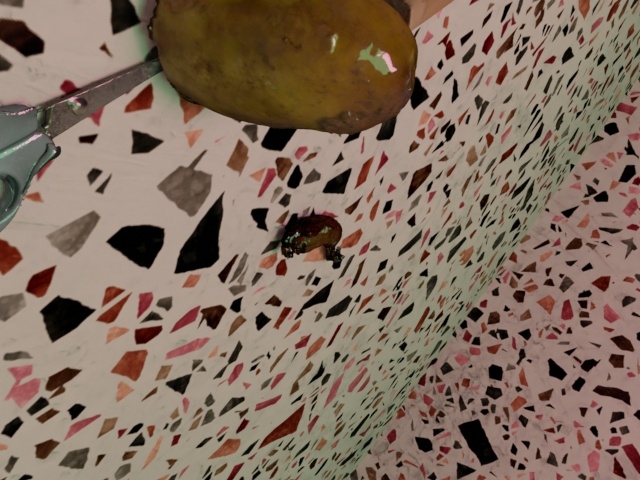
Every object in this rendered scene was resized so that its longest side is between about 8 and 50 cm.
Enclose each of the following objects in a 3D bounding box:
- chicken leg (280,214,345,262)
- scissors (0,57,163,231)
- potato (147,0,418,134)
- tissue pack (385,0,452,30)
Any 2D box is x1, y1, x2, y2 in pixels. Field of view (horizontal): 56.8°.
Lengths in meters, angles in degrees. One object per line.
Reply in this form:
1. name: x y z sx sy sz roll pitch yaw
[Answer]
1. chicken leg: 0.000 0.000 1.206 0.106 0.051 0.253 -52 154 10
2. scissors: -0.285 -0.129 0.636 0.360 0.029 0.191 -38 147 -28
3. potato: -0.018 -0.220 0.690 0.229 0.266 0.229 -45 151 -35
4. tissue pack: 0.127 -0.399 0.780 0.305 0.239 0.238 -42 150 -24
